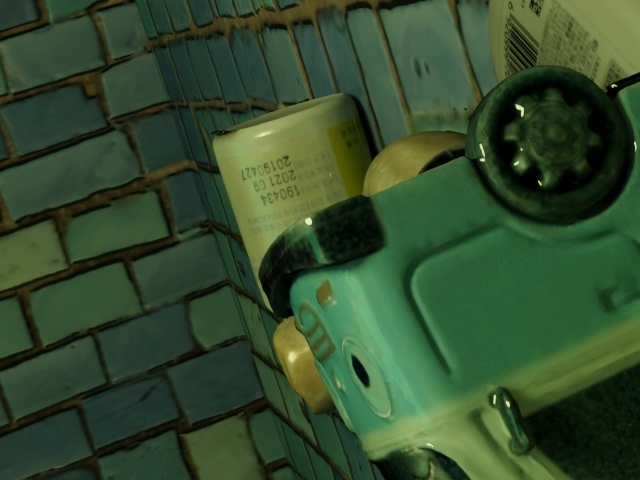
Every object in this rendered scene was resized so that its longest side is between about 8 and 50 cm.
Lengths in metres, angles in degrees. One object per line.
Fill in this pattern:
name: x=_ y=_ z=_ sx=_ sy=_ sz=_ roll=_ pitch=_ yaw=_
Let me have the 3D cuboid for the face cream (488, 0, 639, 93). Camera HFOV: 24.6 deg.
face cream: x=0.171 y=-0.049 z=0.712 sx=0.291 sy=0.071 sz=0.144 roll=-122 pitch=20 yaw=-48

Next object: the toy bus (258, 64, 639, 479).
toy bus: x=0.131 y=0.013 z=0.519 sx=0.133 sy=0.271 sz=0.164 roll=127 pitch=119 yaw=-77

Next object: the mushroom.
mushroom: x=0.074 y=0.023 z=1.001 sx=0.206 sy=0.209 sz=0.206 roll=1 pitch=-90 yaw=-84

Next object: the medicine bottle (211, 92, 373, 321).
medicine bottle: x=0.000 y=0.000 z=1.395 sx=0.143 sy=0.143 sz=0.258 roll=-161 pitch=53 yaw=-75
